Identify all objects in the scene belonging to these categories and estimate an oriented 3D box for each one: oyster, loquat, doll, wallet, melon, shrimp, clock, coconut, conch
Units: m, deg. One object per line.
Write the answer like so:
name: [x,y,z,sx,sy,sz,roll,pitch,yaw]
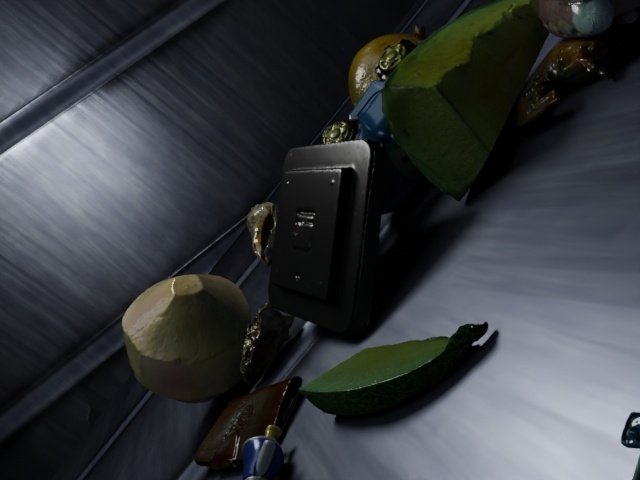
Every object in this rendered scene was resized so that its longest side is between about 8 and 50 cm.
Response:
oyster: [-0.105,0.181,1.112,0.051,0.103,0.148,21,86,35]
loquat: [0.175,-0.363,1.401,0.246,0.213,0.213,-64,14,-8]
doll: [-0.076,0.286,0.766,0.143,0.058,0.099,-74,4,-60]
wallet: [-0.115,0.285,0.973,0.255,0.031,0.137,-35,20,53]
melon: [0.083,0.137,0.691,0.114,0.053,0.262,-38,4,-41]
shrimp: [0.307,-0.200,0.821,0.132,0.052,0.187,-64,5,-1]
clock: [-0.006,-0.012,0.968,0.279,0.049,0.273,7,91,61]
coconut: [-0.246,0.176,1.227,0.259,0.259,0.259,-49,12,14]
melon: [0.230,-0.230,0.904,0.124,0.196,0.323,-6,38,55]
conch: [-0.156,-0.032,1.827,0.155,0.130,0.207,93,-176,-52]

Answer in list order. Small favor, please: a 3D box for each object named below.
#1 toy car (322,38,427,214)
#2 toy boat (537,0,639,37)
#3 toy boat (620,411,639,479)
toy car: [0.143,-0.171,1.056,0.314,0.198,0.166,-54,43,-2]
toy boat: [0.360,-0.294,0.798,0.155,0.085,0.227,-24,21,13]
toy boat: [0.183,0.106,0.318,0.137,0.061,0.060,-58,13,-24]
